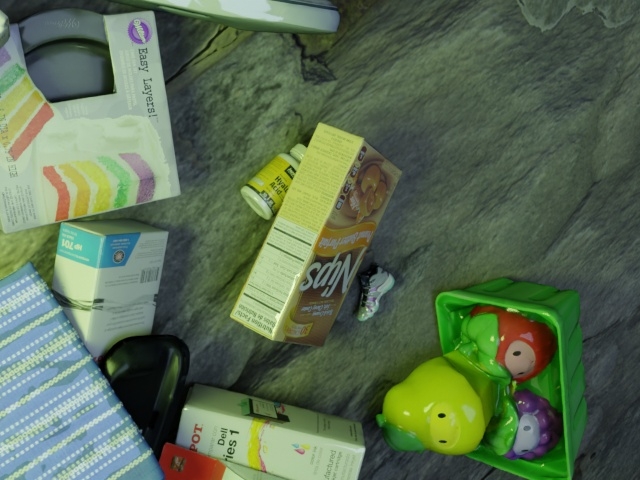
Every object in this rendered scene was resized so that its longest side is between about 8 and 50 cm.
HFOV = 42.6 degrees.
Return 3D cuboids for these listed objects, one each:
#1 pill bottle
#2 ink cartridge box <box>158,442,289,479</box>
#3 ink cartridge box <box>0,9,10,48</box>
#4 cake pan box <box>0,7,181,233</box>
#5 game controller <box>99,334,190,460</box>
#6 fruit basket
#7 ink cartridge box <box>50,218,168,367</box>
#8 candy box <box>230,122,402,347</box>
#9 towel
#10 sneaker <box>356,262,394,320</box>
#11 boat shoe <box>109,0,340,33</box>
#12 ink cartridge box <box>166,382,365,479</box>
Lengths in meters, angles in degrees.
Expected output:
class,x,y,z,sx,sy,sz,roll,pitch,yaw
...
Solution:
class,x,y,z,sx,sy,sz,roll,pitch,yaw
pill bottle,-0.060,-0.092,1.249,0.116,0.065,0.065,-45,122,-13
ink cartridge box,-0.141,0.415,1.174,0.232,0.066,0.189,18,100,-7
ink cartridge box,-0.505,-0.246,0.861,0.283,0.117,0.207,42,80,-16
cake pan box,-0.321,-0.164,1.069,0.245,0.070,0.267,-14,110,-30
game controller,-0.278,0.282,1.137,0.166,0.067,0.319,12,98,-54
fruit basket,0.299,0.275,1.472,0.392,0.282,0.392,-11,105,-46
ink cartridge box,-0.290,0.072,1.113,0.139,0.082,0.191,-7,112,-64
candy box,0.000,0.000,1.255,0.183,0.087,0.317,24,90,-63
towel,-0.366,0.229,0.991,0.243,0.040,0.336,-33,99,-23
sneaker,0.077,0.083,1.401,0.069,0.038,0.098,43,71,-31
boat shoe,-0.135,-0.373,1.095,0.367,0.136,0.157,5,98,-22
ink cartridge box,-0.091,0.356,1.252,0.278,0.117,0.201,14,97,-2
